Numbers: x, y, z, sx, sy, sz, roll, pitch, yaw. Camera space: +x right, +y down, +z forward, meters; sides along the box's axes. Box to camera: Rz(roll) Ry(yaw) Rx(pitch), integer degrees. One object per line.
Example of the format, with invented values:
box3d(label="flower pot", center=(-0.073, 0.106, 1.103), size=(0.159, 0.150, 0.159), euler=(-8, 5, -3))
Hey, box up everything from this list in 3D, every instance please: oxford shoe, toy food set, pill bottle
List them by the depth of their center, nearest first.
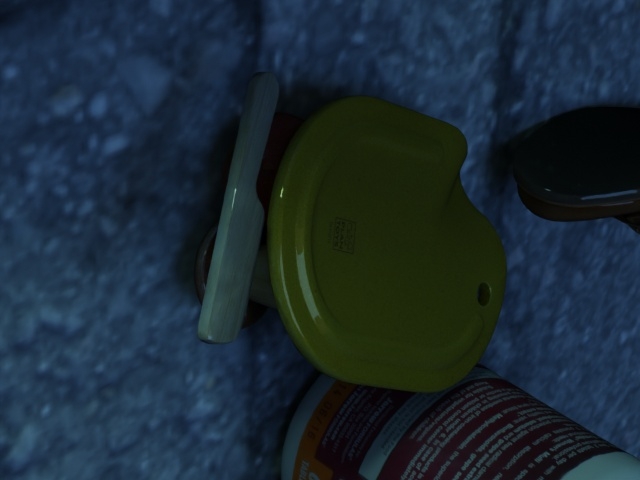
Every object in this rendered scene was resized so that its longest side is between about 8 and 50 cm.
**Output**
box3d(label="toy food set", center=(0.000, 0.000, 0.810), size=(0.218, 0.071, 0.128), euler=(16, 78, -51))
box3d(label="pill bottle", center=(0.093, 0.139, 0.861), size=(0.121, 0.221, 0.121), euler=(-24, 129, -34))
box3d(label="oxford shoe", center=(0.178, -0.030, 0.965), size=(0.212, 0.076, 0.076), euler=(-11, 132, -41))
